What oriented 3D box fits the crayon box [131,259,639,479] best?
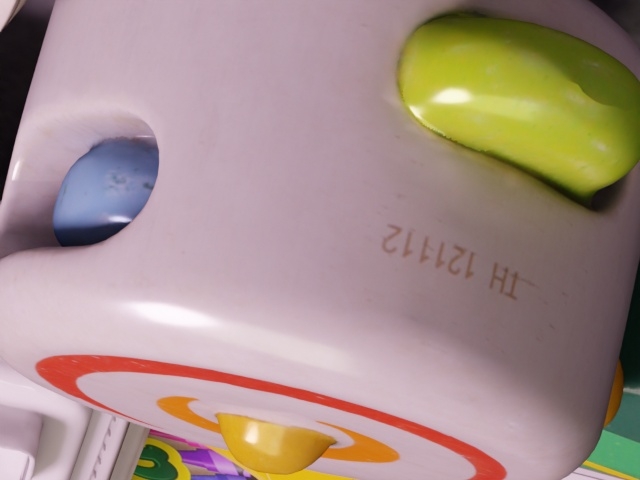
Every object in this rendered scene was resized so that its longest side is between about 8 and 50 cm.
[{"bbox_3d":[0.064,0.107,0.877,0.313,0.106,0.363,3,147,18],"label":"crayon box"}]

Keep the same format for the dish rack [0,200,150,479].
[{"bbox_3d":[-0.234,0.079,0.735,0.332,0.072,0.285,12,140,-11],"label":"dish rack"}]

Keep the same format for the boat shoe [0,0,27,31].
[{"bbox_3d":[-0.102,-0.104,0.581,0.065,0.075,0.206,36,174,-13],"label":"boat shoe"}]

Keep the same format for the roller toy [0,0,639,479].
[{"bbox_3d":[0.000,0.000,0.606,0.191,0.146,0.209,10,166,12],"label":"roller toy"}]
